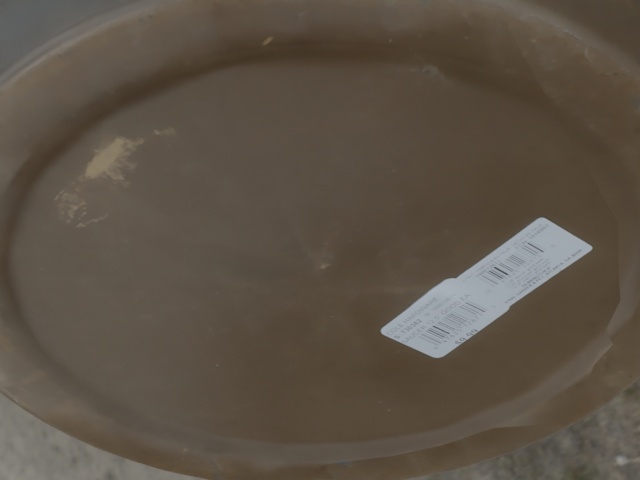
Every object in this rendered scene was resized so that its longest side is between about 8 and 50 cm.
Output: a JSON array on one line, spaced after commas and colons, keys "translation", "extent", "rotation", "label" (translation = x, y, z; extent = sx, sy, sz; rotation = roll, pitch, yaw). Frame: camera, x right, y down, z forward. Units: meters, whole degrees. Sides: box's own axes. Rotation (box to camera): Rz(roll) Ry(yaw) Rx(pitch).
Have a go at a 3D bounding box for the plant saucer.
[{"translation": [0.000, 0.000, 0.406], "extent": [0.278, 0.278, 0.041], "rotation": [-46, 33, 38], "label": "plant saucer"}]
